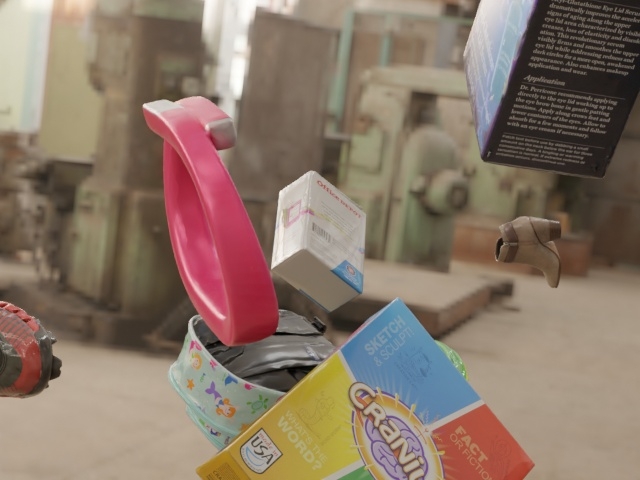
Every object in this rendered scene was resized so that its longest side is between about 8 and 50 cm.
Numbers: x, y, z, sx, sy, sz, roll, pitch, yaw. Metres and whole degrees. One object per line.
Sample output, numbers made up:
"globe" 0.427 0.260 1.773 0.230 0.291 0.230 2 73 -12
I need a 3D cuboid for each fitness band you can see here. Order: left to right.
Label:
"fitness band" -0.099 -0.021 1.375 0.054 0.209 0.291 -16 18 -12

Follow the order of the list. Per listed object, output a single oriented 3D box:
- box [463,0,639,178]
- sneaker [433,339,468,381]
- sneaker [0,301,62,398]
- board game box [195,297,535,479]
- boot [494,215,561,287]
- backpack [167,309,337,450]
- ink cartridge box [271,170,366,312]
"box" 0.196 -0.178 1.213 0.108 0.207 0.153 8 39 -9
"sneaker" 0.113 0.199 2.017 0.109 0.123 0.295 -17 17 28
"sneaker" -0.389 0.094 1.518 0.276 0.098 0.135 19 10 27
"board game box" 0.056 0.234 1.570 0.316 0.242 0.064 -39 -1 -45
"boot" 0.277 0.018 2.042 0.087 0.118 0.042 -8 31 -6
"backpack" -0.094 0.208 2.224 0.253 0.191 0.225 9 26 -47
"ink cartridge box" 0.000 0.000 1.600 0.052 0.122 0.088 -33 -57 32
